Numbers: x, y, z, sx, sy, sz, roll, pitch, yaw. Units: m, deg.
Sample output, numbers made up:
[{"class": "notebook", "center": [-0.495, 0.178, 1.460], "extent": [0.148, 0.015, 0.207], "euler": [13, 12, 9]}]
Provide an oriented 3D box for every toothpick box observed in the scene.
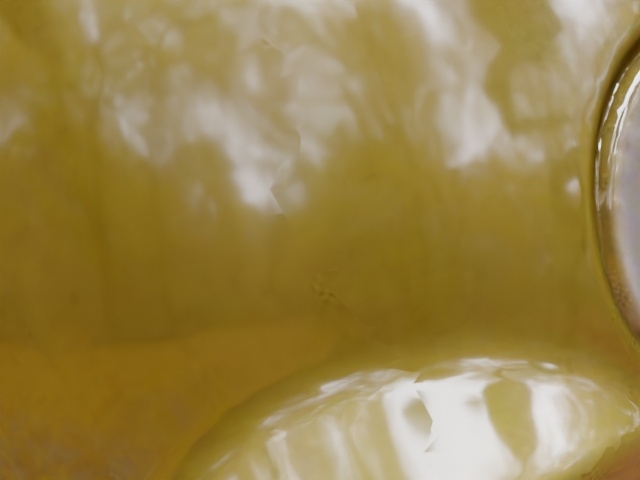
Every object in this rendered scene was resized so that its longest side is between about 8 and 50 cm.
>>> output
[{"class": "toothpick box", "center": [0.000, 0.000, 0.731], "extent": [0.408, 0.425, 0.409], "euler": [-16, -31, -10]}]
